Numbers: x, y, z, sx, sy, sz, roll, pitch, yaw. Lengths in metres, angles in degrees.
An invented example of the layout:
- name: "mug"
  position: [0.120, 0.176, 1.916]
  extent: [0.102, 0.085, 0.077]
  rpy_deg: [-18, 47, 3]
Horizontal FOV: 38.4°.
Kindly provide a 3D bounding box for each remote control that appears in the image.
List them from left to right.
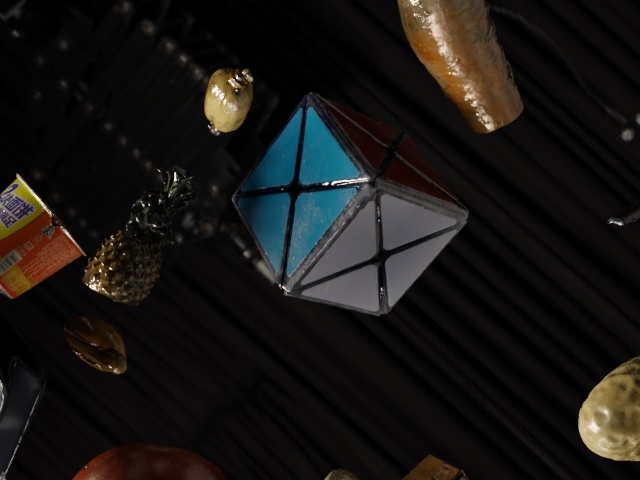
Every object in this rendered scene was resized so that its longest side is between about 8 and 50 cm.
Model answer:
- name: "remote control"
  position: [0.511, -0.045, 1.505]
  extent: [0.096, 0.014, 0.039]
  rpy_deg: [-22, 20, -32]

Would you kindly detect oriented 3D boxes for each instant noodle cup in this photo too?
- name: "instant noodle cup"
  position: [-0.590, 0.002, 1.798]
  extent: [0.174, 0.213, 0.213]
  rpy_deg: [-41, -6, -12]

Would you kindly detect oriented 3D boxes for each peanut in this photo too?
- name: "peanut"
  position: [0.517, 0.238, 1.304]
  extent: [0.143, 0.291, 0.159]
  rpy_deg: [59, -144, -60]

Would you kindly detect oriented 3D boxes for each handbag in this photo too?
- name: "handbag"
  position: [-0.601, 0.255, 1.538]
  extent: [0.118, 0.269, 0.325]
  rpy_deg: [-5, -47, -50]

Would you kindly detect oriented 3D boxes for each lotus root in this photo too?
- name: "lotus root"
  position: [-0.129, -0.204, 1.309]
  extent: [0.063, 0.072, 0.152]
  rpy_deg: [-20, -14, -30]

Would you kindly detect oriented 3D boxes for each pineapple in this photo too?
- name: "pineapple"
  position: [-0.290, -0.014, 1.523]
  extent: [0.251, 0.125, 0.125]
  rpy_deg: [-60, -3, -8]

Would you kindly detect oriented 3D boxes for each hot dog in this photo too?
- name: "hot dog"
  position: [-0.362, 0.174, 1.495]
  extent: [0.060, 0.140, 0.090]
  rpy_deg: [-47, -20, -42]

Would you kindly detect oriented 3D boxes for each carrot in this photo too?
- name: "carrot"
  position: [0.212, -0.303, 1.422]
  extent: [0.139, 0.302, 0.139]
  rpy_deg: [-21, 34, 15]

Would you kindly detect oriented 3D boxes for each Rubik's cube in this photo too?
- name: "Rubik's cube"
  position: [0.044, -0.053, 1.539]
  extent: [0.255, 0.259, 0.260]
  rpy_deg: [16, -61, -41]

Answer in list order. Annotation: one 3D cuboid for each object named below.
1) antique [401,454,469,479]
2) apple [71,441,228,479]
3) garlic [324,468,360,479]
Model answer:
- name: "antique"
  position: [0.233, 0.503, 1.513]
  extent: [0.093, 0.310, 0.087]
  rpy_deg: [-37, 24, -23]
- name: "apple"
  position: [-0.329, 0.541, 1.746]
  extent: [0.348, 0.348, 0.277]
  rpy_deg: [125, 166, -60]
- name: "garlic"
  position: [0.024, 0.655, 2.227]
  extent: [0.164, 0.145, 0.245]
  rpy_deg: [-31, 6, 45]
